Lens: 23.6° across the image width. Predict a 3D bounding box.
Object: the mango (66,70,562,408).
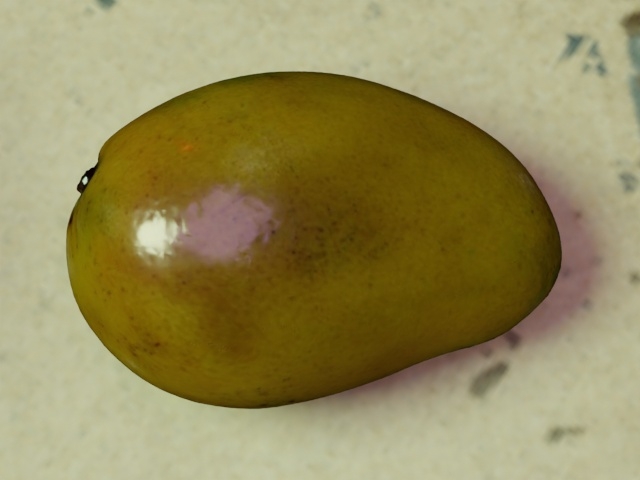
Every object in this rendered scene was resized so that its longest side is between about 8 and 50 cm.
[{"bbox_3d":[-0.003,-0.004,0.515,0.163,0.089,0.111,-18,91,-16],"label":"mango"}]
